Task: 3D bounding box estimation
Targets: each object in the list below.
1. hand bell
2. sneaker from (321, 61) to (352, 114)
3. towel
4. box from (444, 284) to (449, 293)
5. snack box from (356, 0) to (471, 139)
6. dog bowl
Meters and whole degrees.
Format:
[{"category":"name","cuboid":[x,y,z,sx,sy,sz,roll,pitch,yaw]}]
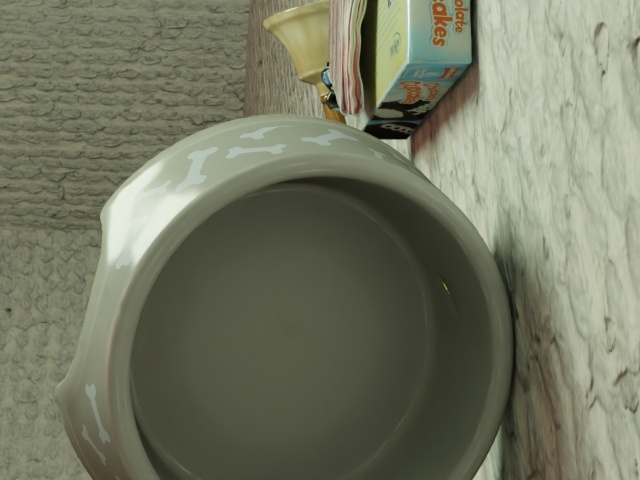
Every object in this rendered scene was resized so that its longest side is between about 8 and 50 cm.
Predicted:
[{"category":"hand bell","cuboid":[0.014,-0.169,1.860,0.126,0.126,0.242,152,106,-83]},{"category":"sneaker","cuboid":[0.038,-0.184,1.663,0.162,0.073,0.063,102,166,-62]},{"category":"towel","cuboid":[0.027,-0.212,1.445,0.197,0.029,0.144,-100,11,-70]},{"category":"box","cuboid":[0.102,0.116,1.279,0.109,0.042,0.178,-100,11,-53]},{"category":"snack box","cuboid":[0.078,-0.214,1.374,0.322,0.060,0.187,131,138,-81]},{"category":"dog bowl","cuboid":[-0.015,0.084,1.086,0.102,0.349,0.348,-159,68,-70]}]
